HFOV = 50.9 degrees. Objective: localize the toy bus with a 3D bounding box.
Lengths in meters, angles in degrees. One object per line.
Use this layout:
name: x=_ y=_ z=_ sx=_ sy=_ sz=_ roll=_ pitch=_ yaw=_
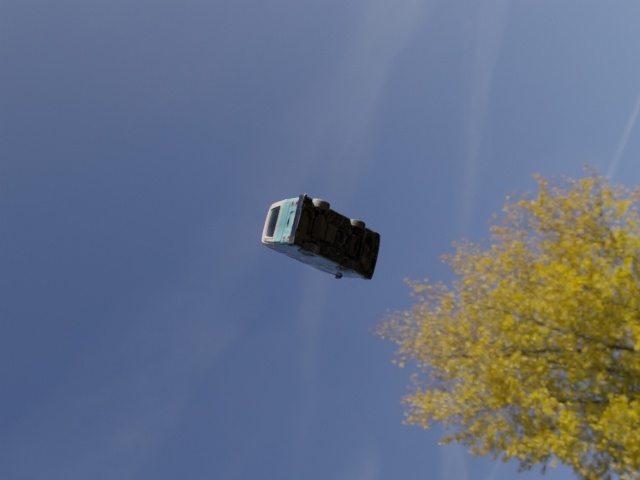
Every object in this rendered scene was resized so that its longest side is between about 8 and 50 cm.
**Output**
toy bus: x=0.000 y=0.000 z=0.729 sx=0.123 sy=0.075 sz=0.060 roll=26 pitch=-109 yaw=-40
